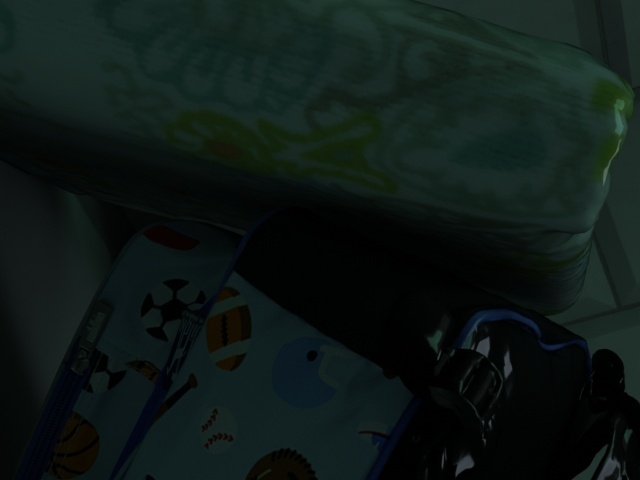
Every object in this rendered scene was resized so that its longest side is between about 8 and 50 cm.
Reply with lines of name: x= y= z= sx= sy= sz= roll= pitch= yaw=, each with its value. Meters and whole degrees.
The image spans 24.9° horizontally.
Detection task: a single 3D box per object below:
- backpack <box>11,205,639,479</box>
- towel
backpack: x=-0.013 y=0.128 z=0.623 sx=0.276 sy=0.213 sz=0.263 roll=24 pitch=89 yaw=-60
towel: x=-0.025 y=-0.055 z=0.672 sx=0.374 sy=0.321 sz=0.090 roll=42 pitch=62 yaw=-78
